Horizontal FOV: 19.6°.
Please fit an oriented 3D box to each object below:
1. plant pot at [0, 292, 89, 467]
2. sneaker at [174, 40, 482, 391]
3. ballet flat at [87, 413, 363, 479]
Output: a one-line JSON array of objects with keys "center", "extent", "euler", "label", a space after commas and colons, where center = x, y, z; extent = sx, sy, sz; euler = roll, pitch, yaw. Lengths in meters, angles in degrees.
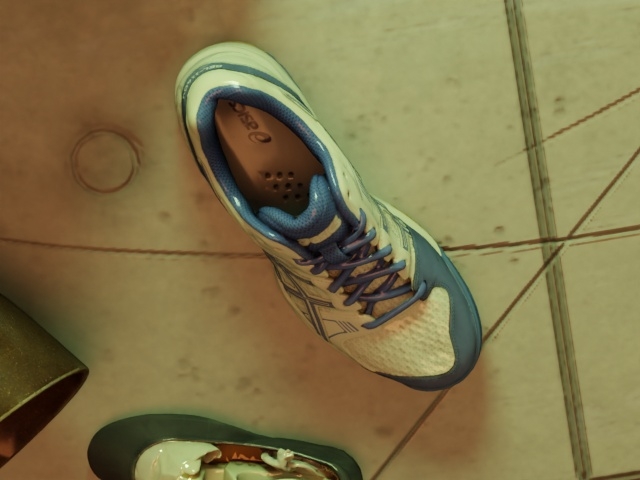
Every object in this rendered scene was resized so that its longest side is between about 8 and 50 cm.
[{"center": [-0.313, 0.073, 1.260], "extent": [0.215, 0.215, 0.230], "euler": [-43, 84, 10], "label": "plant pot"}, {"center": [0.000, 0.000, 1.261], "extent": [0.112, 0.131, 0.296], "euler": [-41, 101, 8], "label": "sneaker"}, {"center": [-0.069, 0.167, 1.331], "extent": [0.203, 0.074, 0.074], "euler": [8, 103, -1], "label": "ballet flat"}]
